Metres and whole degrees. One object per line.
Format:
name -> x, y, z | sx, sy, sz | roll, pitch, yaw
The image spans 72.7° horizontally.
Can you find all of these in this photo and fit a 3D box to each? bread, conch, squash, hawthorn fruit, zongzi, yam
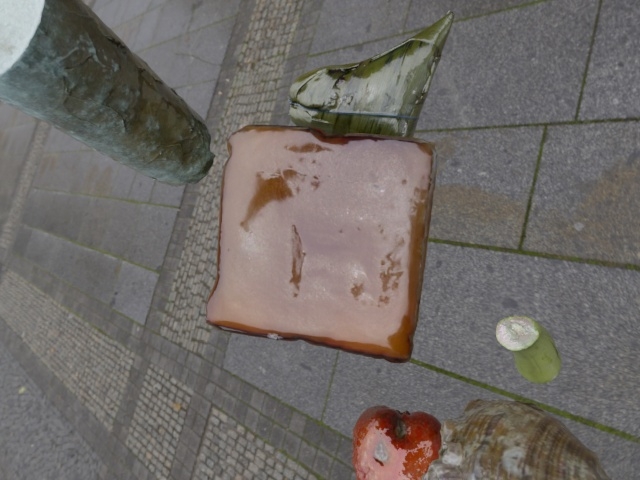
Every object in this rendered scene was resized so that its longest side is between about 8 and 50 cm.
bread -> 0.000, 0.000, 0.688 | 0.325, 0.143, 0.332 | 6, 92, 7
conch -> 0.215, 0.328, 0.419 | 0.210, 0.352, 0.296 | -11, 90, -6
squash -> 0.383, 0.199, 0.786 | 0.083, 0.250, 0.083 | -18, 53, 26
hawthorn fruit -> 0.150, 0.462, 0.867 | 0.208, 0.207, 0.243 | -4, 59, 40
zongzi -> 0.082, -0.309, 0.794 | 0.125, 0.251, 0.274 | -82, 10, -68
yam -> -0.174, -0.118, 0.368 | 0.093, 0.259, 0.093 | -2, 81, 10
